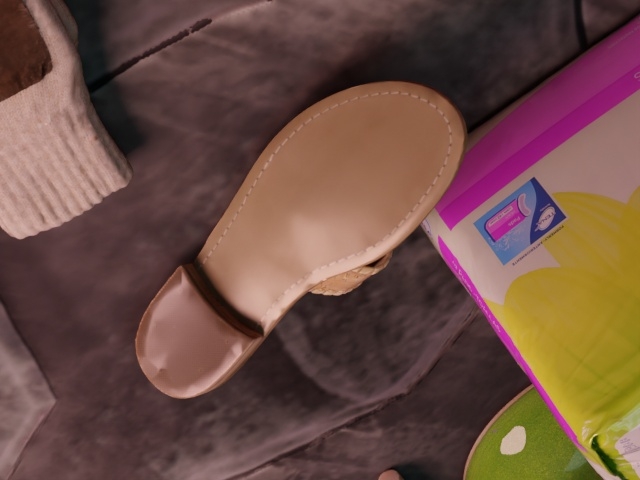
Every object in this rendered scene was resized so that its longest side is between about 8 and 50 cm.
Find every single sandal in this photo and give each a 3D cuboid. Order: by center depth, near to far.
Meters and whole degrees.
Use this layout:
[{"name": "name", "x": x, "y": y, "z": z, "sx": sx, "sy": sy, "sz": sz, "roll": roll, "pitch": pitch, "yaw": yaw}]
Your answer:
[{"name": "sandal", "x": -0.004, "y": -0.005, "z": 0.875, "sx": 0.240, "sy": 0.088, "sz": 0.079, "roll": -44, "pitch": 168, "yaw": 24}]

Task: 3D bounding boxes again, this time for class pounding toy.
[{"name": "pounding toy", "x": 0.183, "y": 0.191, "z": 1.125, "sx": 0.237, "sy": 0.110, "sz": 0.183, "roll": -29, "pitch": 138, "yaw": -3}]

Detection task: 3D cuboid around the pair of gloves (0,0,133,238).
[{"name": "pair of gloves", "x": -0.217, "y": -0.040, "z": 0.725, "sx": 0.240, "sy": 0.042, "sz": 0.204, "roll": -23, "pitch": 138, "yaw": -7}]

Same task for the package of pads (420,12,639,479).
[{"name": "package of pads", "x": 0.223, "y": -0.025, "z": 0.853, "sx": 0.296, "sy": 0.229, "sz": 0.101, "roll": -36, "pitch": 138, "yaw": 5}]
